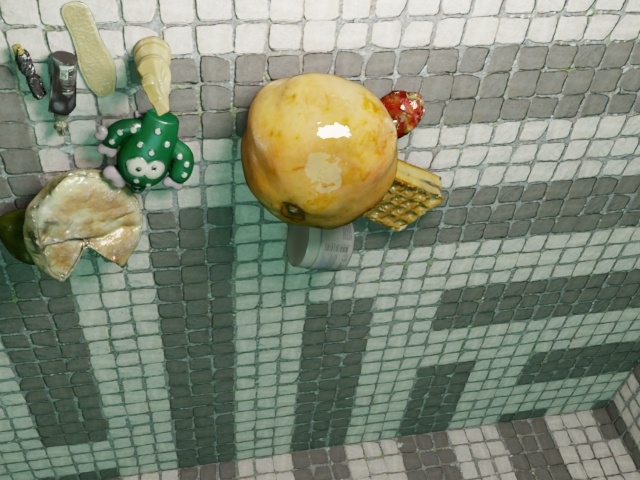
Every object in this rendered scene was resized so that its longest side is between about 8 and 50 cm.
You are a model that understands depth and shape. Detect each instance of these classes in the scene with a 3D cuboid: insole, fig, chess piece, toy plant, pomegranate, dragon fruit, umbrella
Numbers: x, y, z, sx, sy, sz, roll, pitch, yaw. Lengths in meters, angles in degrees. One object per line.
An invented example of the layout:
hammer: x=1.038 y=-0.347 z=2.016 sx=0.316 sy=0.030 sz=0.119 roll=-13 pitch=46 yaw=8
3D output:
insole: x=-0.523 y=-0.432 z=1.648 sx=0.081 sy=0.011 sz=0.247 roll=-12 pitch=138 yaw=-3
fig: x=-0.825 y=-0.037 z=1.940 sx=0.259 sy=0.151 sz=0.151 roll=23 pitch=133 yaw=5
chess piece: x=-0.372 y=-0.368 z=1.619 sx=0.090 sy=0.200 sz=0.090 roll=-9 pitch=137 yaw=-8
toy plant: x=-0.440 y=-0.217 z=1.831 sx=0.233 sy=0.112 sz=0.243 roll=-8 pitch=132 yaw=-10
pomegranate: x=0.003 y=-0.227 z=1.772 sx=0.412 sy=0.411 sz=0.411 roll=-8 pitch=138 yaw=-8
dragon fruit: x=0.188 y=-0.308 z=1.920 sx=0.125 sy=0.125 sz=0.246 roll=30 pitch=152 yaw=0
umbrella: x=-0.662 y=-0.384 z=1.640 sx=0.037 sy=0.040 sz=0.144 roll=-17 pitch=142 yaw=-9

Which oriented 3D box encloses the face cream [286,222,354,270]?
face cream: x=0.000 y=0.000 z=2.144 sx=0.153 sy=0.177 sz=0.177 roll=6 pitch=134 yaw=-25

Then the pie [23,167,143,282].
pie: x=-0.616 y=-0.047 z=1.905 sx=0.338 sy=0.075 sz=0.337 roll=-21 pitch=123 yaw=-36

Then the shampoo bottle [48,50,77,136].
shampoo bottle: x=-0.602 y=-0.339 z=1.687 sx=0.057 sy=0.063 sz=0.207 roll=10 pitch=134 yaw=-13

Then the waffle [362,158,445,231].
waffle: x=0.177 y=-0.148 z=2.069 sx=0.308 sy=0.091 sz=0.213 roll=18 pitch=143 yaw=-32
